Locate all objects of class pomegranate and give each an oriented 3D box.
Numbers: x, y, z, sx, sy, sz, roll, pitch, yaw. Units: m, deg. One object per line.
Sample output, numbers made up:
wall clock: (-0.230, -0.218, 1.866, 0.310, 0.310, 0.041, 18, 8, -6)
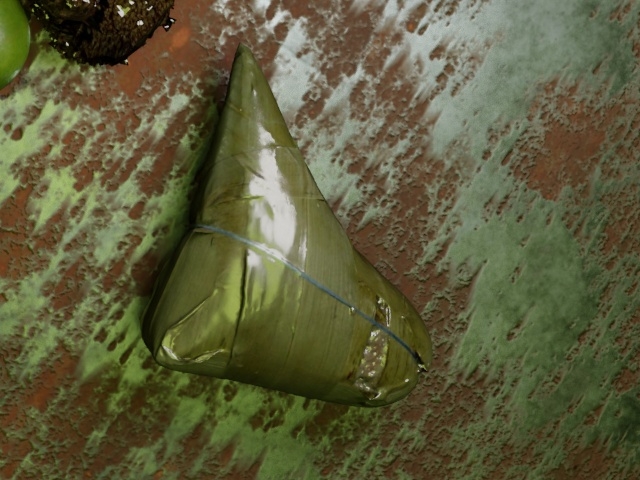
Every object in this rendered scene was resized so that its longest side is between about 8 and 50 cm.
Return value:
pomegranate: (-0.425, -0.222, 1.545, 0.220, 0.156, 0.156, -19, 104, -11)

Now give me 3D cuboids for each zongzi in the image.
zongzi: (0.000, 0.000, 1.707, 0.356, 0.174, 0.393, 17, 87, -23)

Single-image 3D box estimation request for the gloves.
gloves: (-0.257, -0.347, 1.577, 0.210, 0.135, 0.312, -32, 113, -30)
